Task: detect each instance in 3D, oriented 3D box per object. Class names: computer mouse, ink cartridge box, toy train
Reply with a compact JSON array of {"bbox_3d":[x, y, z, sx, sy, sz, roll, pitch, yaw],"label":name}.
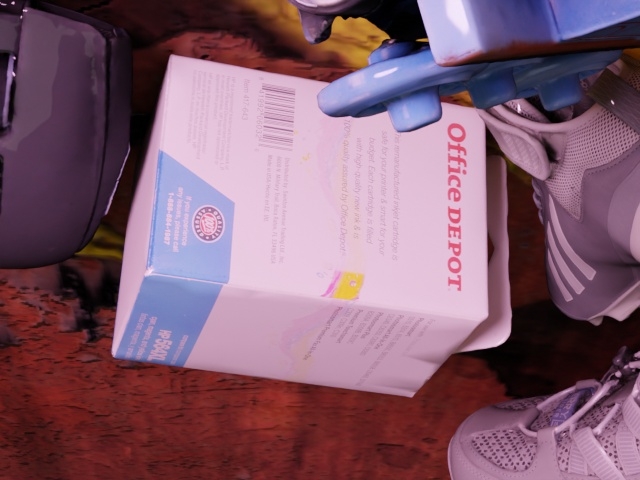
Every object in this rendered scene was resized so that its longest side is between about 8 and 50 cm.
[{"bbox_3d":[-0.151,-0.051,0.534,0.184,0.060,0.262,9,152,-14],"label":"computer mouse"},{"bbox_3d":[0.000,0.000,0.585,0.143,0.092,0.090,10,153,-12],"label":"ink cartridge box"},{"bbox_3d":[0.061,-0.078,0.375,0.105,0.080,0.184,-18,178,30],"label":"toy train"}]

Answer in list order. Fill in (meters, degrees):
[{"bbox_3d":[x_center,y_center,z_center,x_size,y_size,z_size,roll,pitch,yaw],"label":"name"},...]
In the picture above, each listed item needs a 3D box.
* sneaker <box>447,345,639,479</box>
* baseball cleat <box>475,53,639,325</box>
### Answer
[{"bbox_3d":[0.181,0.080,0.759,0.281,0.105,0.115,-13,116,36],"label":"sneaker"},{"bbox_3d":[0.105,-0.026,0.568,0.109,0.072,0.206,43,169,3],"label":"baseball cleat"}]
